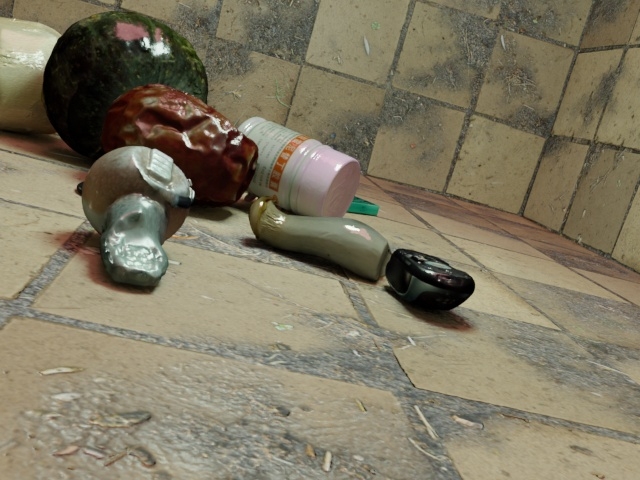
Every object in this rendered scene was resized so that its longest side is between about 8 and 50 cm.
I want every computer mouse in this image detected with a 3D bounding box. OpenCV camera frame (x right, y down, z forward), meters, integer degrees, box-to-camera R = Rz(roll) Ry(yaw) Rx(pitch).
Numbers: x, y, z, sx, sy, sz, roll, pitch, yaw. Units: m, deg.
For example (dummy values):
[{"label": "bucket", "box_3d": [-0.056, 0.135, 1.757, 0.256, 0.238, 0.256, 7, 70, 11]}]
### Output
[{"label": "computer mouse", "box_3d": [0.212, 0.083, 1.341, 0.137, 0.096, 0.233, 18, 6, -14]}]

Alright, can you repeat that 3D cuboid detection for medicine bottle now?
[{"label": "medicine bottle", "box_3d": [-0.076, -0.183, 1.787, 0.316, 0.202, 0.202, 25, 14, 20]}]

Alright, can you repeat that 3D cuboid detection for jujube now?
[{"label": "jujube", "box_3d": [-0.344, -0.224, 1.637, 0.377, 0.276, 0.276, 18, 11, 3]}]

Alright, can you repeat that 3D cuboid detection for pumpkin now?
[{"label": "pumpkin", "box_3d": [-0.535, -0.410, 1.873, 0.455, 0.454, 0.344, 7, 30, -39]}]

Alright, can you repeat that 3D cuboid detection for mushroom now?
[{"label": "mushroom", "box_3d": [0.000, 0.000, 1.465, 0.329, 0.122, 0.159, 17, -25, 4]}]

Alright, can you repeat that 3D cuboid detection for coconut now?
[{"label": "coconut", "box_3d": [-0.879, -0.483, 2.001, 0.361, 0.346, 0.346, 1, 18, -34]}]

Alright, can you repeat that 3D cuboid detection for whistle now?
[{"label": "whistle", "box_3d": [-0.309, -0.028, 1.111, 0.189, 0.189, 0.347, 12, 34, -20]}]

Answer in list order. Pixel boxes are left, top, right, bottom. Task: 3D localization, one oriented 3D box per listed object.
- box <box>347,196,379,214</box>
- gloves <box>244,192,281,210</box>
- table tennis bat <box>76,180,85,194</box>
[{"label": "box", "box_3d": [0.074, -0.144, 2.389, 0.161, 0.042, 0.226, 3, 17, -44]}, {"label": "gloves", "box_3d": [-0.105, -0.143, 1.959, 0.241, 0.126, 0.145, 21, 14, -16]}, {"label": "table tennis bat", "box_3d": [-0.479, -0.116, 1.550, 0.150, 0.027, 0.236, 12, 14, -19]}]
